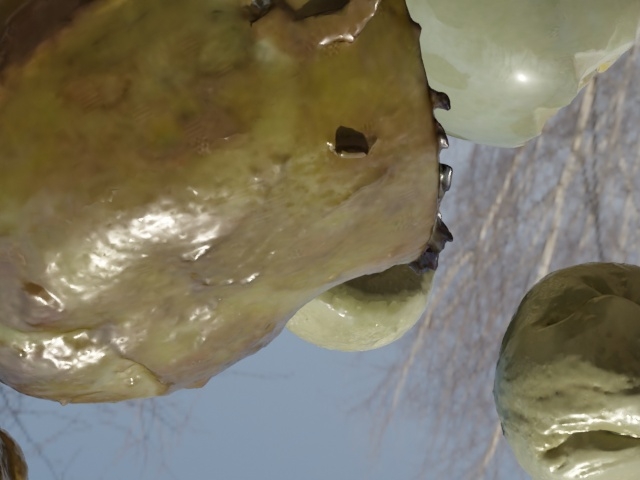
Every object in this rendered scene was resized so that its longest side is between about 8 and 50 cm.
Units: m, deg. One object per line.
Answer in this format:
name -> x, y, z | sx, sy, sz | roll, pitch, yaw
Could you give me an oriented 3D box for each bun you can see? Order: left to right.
bun -> 0.000, 0.000, 1.764 | 0.352, 0.227, 0.349 | 46, -137, 5
bun -> 0.299, 0.130, 1.217 | 0.259, 0.160, 0.259 | 12, -117, -26

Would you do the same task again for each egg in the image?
egg -> 0.130, -0.250, 1.149 | 0.336, 0.278, 0.278 | 43, -142, 10

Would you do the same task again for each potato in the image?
potato -> -0.105, -0.047, 0.675 | 0.237, 0.289, 0.301 | -26, -158, -25

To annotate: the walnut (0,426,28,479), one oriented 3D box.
walnut -> -0.436, 0.275, 1.300 | 0.257, 0.257, 0.224 | 8, -170, -3
